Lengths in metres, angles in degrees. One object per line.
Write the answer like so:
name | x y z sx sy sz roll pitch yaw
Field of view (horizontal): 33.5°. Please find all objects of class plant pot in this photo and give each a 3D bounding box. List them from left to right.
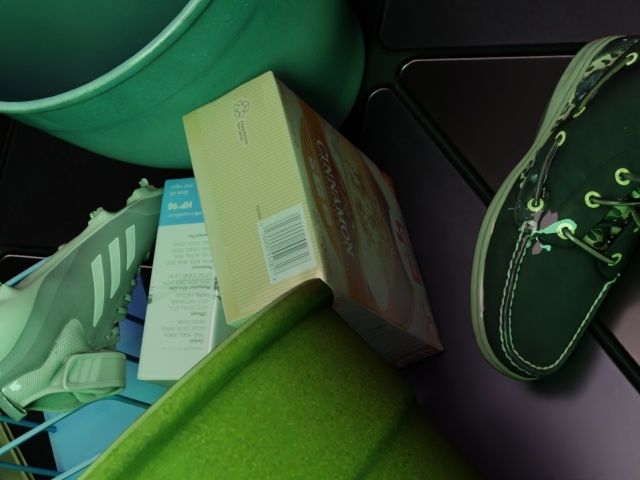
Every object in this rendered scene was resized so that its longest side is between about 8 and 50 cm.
plant pot | -0.097 -0.168 0.752 0.272 0.255 0.271 -9 69 25
plant pot | 0.013 0.268 0.485 0.353 0.366 0.366 40 94 8

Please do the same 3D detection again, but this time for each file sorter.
file sorter | -0.182 0.111 0.787 0.118 0.104 0.170 -30 61 15

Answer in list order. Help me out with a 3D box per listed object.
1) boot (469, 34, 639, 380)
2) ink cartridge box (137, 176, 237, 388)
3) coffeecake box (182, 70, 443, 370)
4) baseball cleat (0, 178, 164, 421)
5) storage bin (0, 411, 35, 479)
boot | 0.183 -0.026 0.610 0.236 0.085 0.179 -66 20 -10
ink cartridge box | -0.071 0.055 0.749 0.060 0.104 0.180 -3 71 26
coffeecake box | 0.000 0.000 0.684 0.068 0.185 0.142 -24 64 18
baseball cleat | -0.153 0.045 0.727 0.109 0.206 0.072 52 139 -6
storage bin | -0.296 0.223 0.715 0.123 0.262 0.260 -41 59 6
